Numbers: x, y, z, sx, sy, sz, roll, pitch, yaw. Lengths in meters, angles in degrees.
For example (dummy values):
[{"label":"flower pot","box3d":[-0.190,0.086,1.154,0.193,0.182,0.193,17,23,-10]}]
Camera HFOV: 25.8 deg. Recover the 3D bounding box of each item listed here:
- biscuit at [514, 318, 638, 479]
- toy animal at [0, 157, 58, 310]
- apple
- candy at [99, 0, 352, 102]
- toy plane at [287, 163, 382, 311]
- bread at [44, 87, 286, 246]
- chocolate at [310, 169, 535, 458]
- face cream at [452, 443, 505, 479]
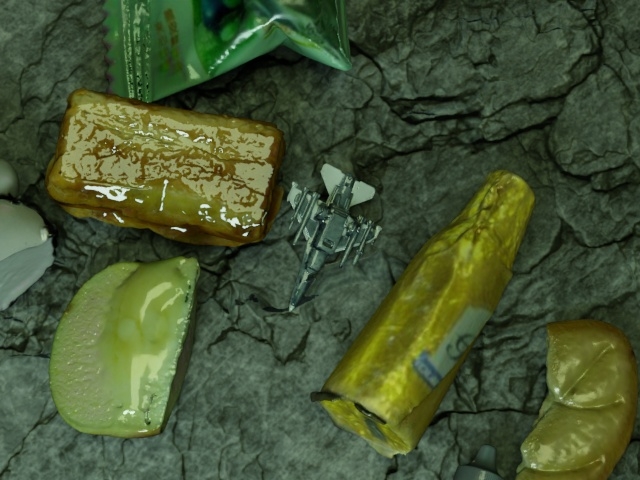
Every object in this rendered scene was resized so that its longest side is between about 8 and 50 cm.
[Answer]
[{"label":"biscuit","box3d":[0.368,0.250,1.976,0.154,0.045,0.299,16,68,2]},{"label":"toy animal","box3d":[-0.497,-0.028,1.962,0.187,0.165,0.235,-27,74,-39]},{"label":"apple","box3d":[-0.272,0.152,1.946,0.193,0.120,0.264,6,68,12]},{"label":"candy","box3d":[-0.143,-0.345,2.096,0.398,0.172,0.262,-9,68,7]},{"label":"toy plane","box3d":[0.009,-0.007,2.033,0.160,0.082,0.234,27,70,-22]},{"label":"bread","box3d":[-0.222,-0.102,2.015,0.344,0.149,0.195,13,83,0]},{"label":"chocolate","box3d":[0.165,0.084,1.969,0.162,0.162,0.445,31,72,7]},{"label":"face cream","box3d":[0.188,0.424,1.893,0.092,0.092,0.311,19,73,3]}]
